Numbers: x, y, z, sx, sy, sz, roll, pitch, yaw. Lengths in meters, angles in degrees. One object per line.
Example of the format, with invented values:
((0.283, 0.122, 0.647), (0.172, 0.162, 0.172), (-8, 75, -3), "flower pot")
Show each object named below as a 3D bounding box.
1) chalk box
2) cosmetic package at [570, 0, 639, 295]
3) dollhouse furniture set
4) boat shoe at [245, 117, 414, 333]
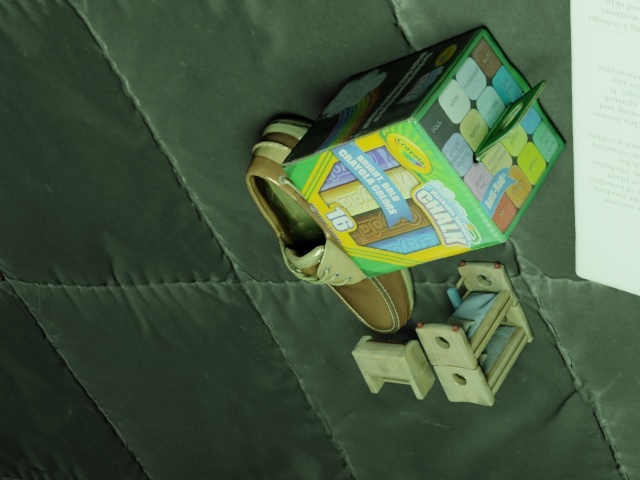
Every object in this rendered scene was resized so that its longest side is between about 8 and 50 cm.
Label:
((0.138, -0.101, 1.847), (0.289, 0.180, 0.179), (-15, 120, 48), "chalk box")
((0.367, -0.137, 1.546), (0.230, 0.161, 0.453), (18, 141, 24), "cosmetic package")
((0.146, 0.112, 2.110), (0.184, 0.129, 0.129), (3, 131, 38), "dollhouse furniture set")
((0.000, 0.000, 2.114), (0.122, 0.120, 0.324), (-9, 124, 44), "boat shoe")
